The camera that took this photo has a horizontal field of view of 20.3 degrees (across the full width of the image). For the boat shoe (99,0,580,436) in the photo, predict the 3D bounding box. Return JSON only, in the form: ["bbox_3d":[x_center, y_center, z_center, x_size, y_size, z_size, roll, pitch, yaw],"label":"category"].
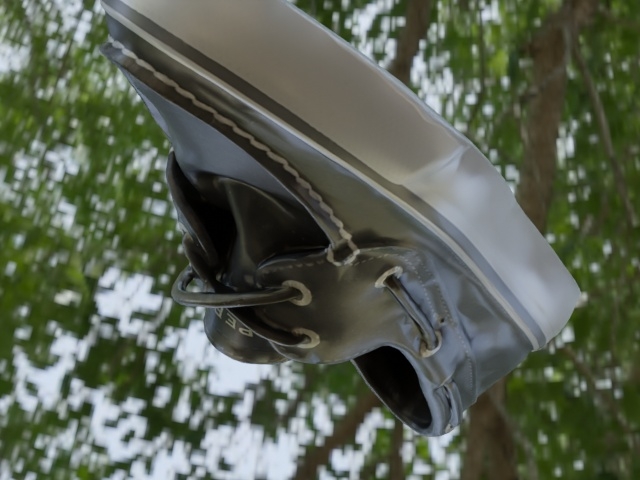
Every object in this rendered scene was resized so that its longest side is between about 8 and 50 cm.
[{"bbox_3d":[0.000,0.000,0.456,0.076,0.080,0.228,-53,-27,-2],"label":"boat shoe"}]
